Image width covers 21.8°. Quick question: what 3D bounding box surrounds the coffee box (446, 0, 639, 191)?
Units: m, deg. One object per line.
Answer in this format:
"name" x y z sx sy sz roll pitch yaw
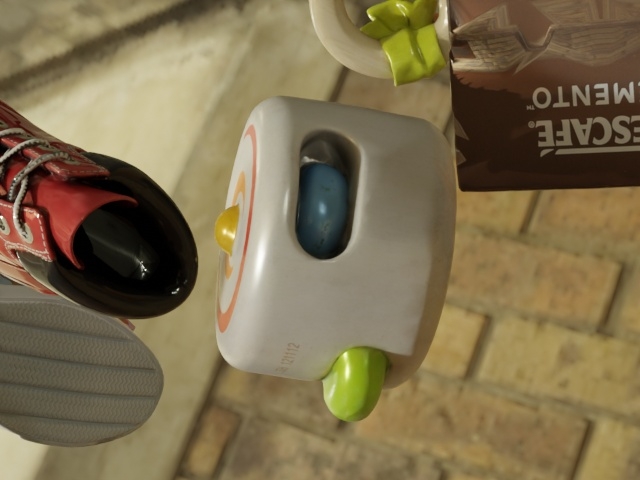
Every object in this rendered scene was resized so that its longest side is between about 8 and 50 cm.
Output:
"coffee box" 0.205 -0.105 0.911 0.168 0.118 0.297 0 -170 30

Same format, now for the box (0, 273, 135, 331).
"box" -0.302 0.005 1.364 0.293 0.057 0.201 43 -169 4

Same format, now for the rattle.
"rattle" 0.029 -0.217 1.209 0.200 0.142 0.130 41 118 -14

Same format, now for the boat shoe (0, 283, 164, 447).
"boat shoe" -0.249 0.065 1.158 0.302 0.109 0.094 21 -176 -36

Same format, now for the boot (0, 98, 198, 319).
"boot" -0.168 -0.047 0.708 0.244 0.088 0.176 33 172 -25

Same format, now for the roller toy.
"roller toy" 0.000 0.000 1.133 0.146 0.191 0.209 9 -157 -10
